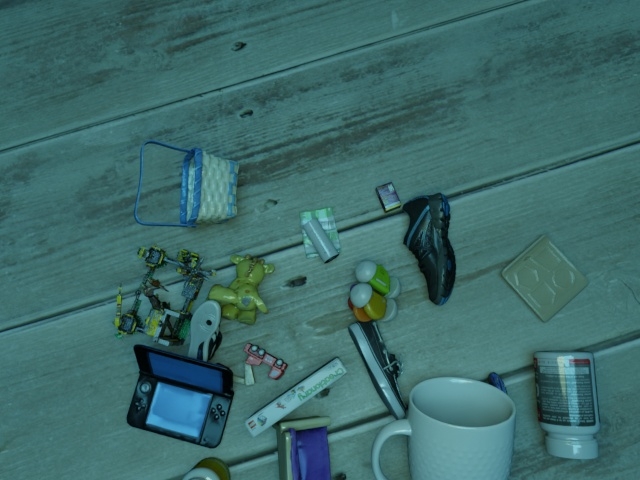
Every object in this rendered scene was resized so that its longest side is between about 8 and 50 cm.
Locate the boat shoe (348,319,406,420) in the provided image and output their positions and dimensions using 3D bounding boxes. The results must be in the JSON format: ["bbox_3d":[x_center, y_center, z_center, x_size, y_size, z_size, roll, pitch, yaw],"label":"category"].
[{"bbox_3d":[0.191,0.369,1.583,0.105,0.113,0.306,-23,65,-9],"label":"boat shoe"}]

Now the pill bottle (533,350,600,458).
[{"bbox_3d":[0.701,0.459,1.532,0.161,0.161,0.283,0,80,1],"label":"pill bottle"}]

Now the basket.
[{"bbox_3d":[-0.401,-0.154,1.618,0.289,0.201,0.254,10,78,-29],"label":"basket"}]

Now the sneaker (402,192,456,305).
[{"bbox_3d":[0.332,0.030,1.653,0.140,0.125,0.340,-6,81,27],"label":"sneaker"}]

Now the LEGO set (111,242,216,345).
[{"bbox_3d":[-0.477,0.164,1.583,0.255,0.192,0.331,26,81,5],"label":"LEGO set"}]

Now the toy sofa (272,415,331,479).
[{"bbox_3d":[-0.033,0.677,1.481,0.150,0.177,0.362,-2,79,-18],"label":"toy sofa"}]

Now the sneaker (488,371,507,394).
[{"bbox_3d":[0.498,0.497,1.571,0.087,0.083,0.221,3,78,7],"label":"sneaker"}]

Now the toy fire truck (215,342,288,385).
[{"bbox_3d":[-0.210,0.383,1.615,0.192,0.047,0.135,29,82,5],"label":"toy fire truck"}]

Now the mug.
[{"bbox_3d":[0.322,0.579,1.448,0.374,0.276,0.328,0,102,-3],"label":"mug"}]

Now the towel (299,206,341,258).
[{"bbox_3d":[-0.002,-0.025,1.696,0.113,0.023,0.152,-10,80,-2],"label":"towel"}]

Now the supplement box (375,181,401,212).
[{"bbox_3d":[0.214,-0.135,1.702,0.055,0.043,0.083,-21,81,-3],"label":"supplement box"}]

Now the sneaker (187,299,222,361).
[{"bbox_3d":[-0.329,0.258,1.592,0.079,0.121,0.216,21,106,7],"label":"sneaker"}]

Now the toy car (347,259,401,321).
[{"bbox_3d":[0.145,0.159,1.608,0.159,0.136,0.182,33,52,-27],"label":"toy car"}]

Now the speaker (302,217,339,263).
[{"bbox_3d":[0.000,0.000,1.654,0.055,0.055,0.136,-31,78,-4],"label":"speaker"}]

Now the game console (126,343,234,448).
[{"bbox_3d":[-0.410,0.450,1.543,0.293,0.173,0.250,14,80,4],"label":"game console"}]

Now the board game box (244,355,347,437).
[{"bbox_3d":[-0.063,0.436,1.531,0.305,0.193,0.053,-34,81,-4],"label":"board game box"}]

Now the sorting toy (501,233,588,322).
[{"bbox_3d":[0.689,0.116,1.659,0.193,0.038,0.208,-40,86,-6],"label":"sorting toy"}]

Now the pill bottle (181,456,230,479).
[{"bbox_3d":[-0.322,0.678,1.483,0.118,0.208,0.117,0,80,1],"label":"pill bottle"}]

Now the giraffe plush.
[{"bbox_3d":[-0.230,0.131,1.610,0.181,0.210,0.170,31,54,-24],"label":"giraffe plush"}]
